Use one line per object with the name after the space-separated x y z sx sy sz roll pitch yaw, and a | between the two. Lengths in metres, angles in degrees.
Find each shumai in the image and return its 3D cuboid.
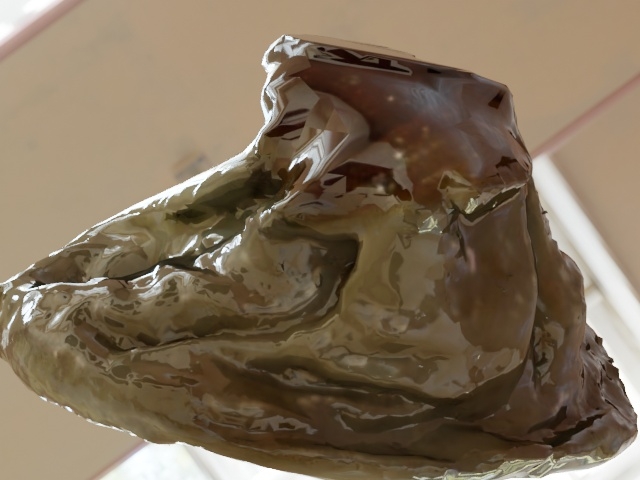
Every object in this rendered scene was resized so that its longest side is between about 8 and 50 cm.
0.000 0.000 0.471 0.201 0.201 0.120 -122 39 -81 | shumai
